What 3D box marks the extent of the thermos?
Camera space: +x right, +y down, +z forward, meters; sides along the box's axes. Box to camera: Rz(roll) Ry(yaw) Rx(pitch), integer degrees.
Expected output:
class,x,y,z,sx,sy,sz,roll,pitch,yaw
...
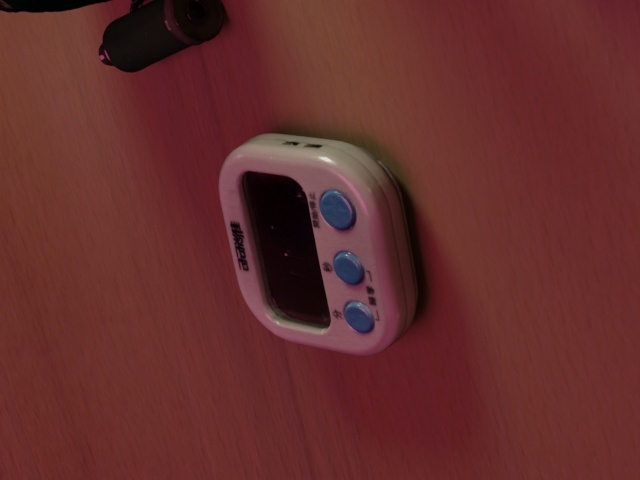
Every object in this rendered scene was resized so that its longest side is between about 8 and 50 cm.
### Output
class,x,y,z,sx,sy,sz,roll,pitch,yaw
thermos,-0.200,-0.249,2.139,0.188,0.073,0.083,-17,104,48

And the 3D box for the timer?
class,x,y,z,sx,sy,sz,roll,pitch,yaw
timer,0.000,0.000,2.097,0.237,0.087,0.262,10,121,39

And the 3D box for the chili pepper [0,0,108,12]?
class,x,y,z,sx,sy,sz,roll,pitch,yaw
chili pepper,-0.291,-0.372,2.017,0.233,0.257,0.248,39,139,26
